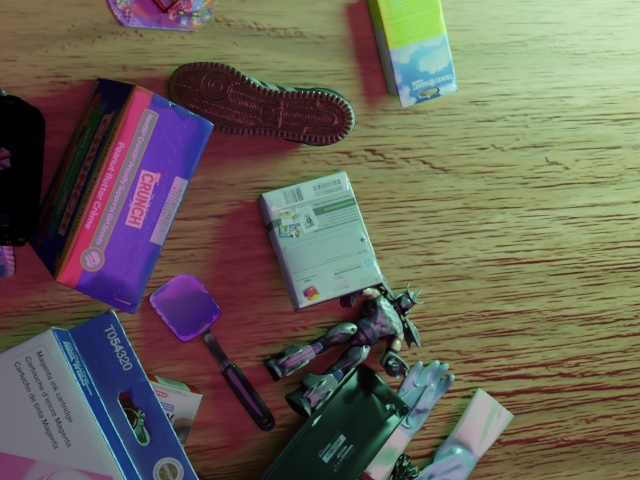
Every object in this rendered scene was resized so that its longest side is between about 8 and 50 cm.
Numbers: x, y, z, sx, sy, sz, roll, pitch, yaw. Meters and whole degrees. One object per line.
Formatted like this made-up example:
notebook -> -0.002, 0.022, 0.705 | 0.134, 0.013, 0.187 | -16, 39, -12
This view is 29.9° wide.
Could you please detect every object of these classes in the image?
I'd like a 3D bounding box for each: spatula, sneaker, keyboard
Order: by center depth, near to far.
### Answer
sneaker -> -0.476, -0.022, 1.693 | 0.073, 0.063, 0.162 | -9, 102, -16
sneaker -> -0.080, -0.201, 1.804 | 0.282, 0.153, 0.099 | 14, 98, 8
spatula -> -0.154, 0.182, 1.870 | 0.084, 0.030, 0.296 | -38, 110, -13
keyboard -> 0.042, 0.360, 1.898 | 0.201, 0.033, 0.317 | 47, 56, -4

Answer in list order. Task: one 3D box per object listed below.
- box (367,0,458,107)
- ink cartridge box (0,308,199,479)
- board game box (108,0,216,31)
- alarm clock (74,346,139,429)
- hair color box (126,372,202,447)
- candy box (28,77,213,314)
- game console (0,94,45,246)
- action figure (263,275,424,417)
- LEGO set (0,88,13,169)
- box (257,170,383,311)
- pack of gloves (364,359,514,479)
box -> 0.147, -0.309, 1.889 | 0.109, 0.042, 0.178 | -18, 106, -16
ink cartridge box -> -0.369, 0.298, 1.655 | 0.330, 0.071, 0.324 | -27, 80, -12
board game box -> -0.225, -0.374, 1.740 | 0.168, 0.033, 0.133 | 1, 100, -21
alarm clock -> -0.351, 0.224, 1.774 | 0.192, 0.064, 0.129 | 38, 94, -14
hair color box -> -0.255, 0.297, 1.840 | 0.093, 0.053, 0.167 | 18, 94, -23
candy box -> -0.279, -0.072, 1.620 | 0.122, 0.317, 0.268 | 23, 91, -23
game console -> -0.560, -0.103, 1.623 | 0.361, 0.044, 0.213 | 3, 70, -9
action figure -> 0.056, 0.161, 1.909 | 0.285, 0.099, 0.185 | -35, 92, -17
LEGO set -> -0.513, -0.207, 1.503 | 0.192, 0.255, 0.331 | -17, 68, 7
box -> 0.000, 0.000, 1.855 | 0.145, 0.038, 0.186 | -17, 80, -17
pack of gloves -> 0.182, 0.328, 2.029 | 0.195, 0.046, 0.232 | 39, 84, -9
